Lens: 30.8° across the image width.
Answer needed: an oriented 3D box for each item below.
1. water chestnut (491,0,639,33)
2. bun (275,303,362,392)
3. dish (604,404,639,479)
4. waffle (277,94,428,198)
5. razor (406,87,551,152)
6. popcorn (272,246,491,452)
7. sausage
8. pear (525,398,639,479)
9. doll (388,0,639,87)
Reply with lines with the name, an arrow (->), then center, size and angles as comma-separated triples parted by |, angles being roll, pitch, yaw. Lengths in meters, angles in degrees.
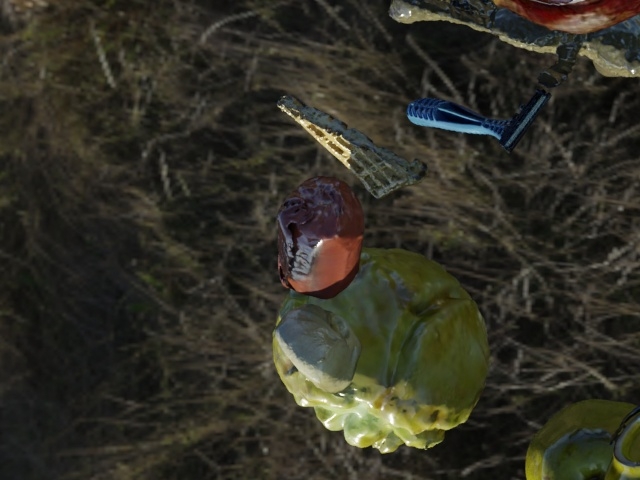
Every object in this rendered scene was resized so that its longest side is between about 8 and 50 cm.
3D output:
water chestnut -> 0.222, -0.330, 0.980 | 0.335, 0.347, 0.335 | -6, 69, 16
bun -> 0.003, 0.090, 1.030 | 0.055, 0.086, 0.086 | -45, 50, 11
dish -> 0.270, 0.164, 0.853 | 0.148, 0.207, 0.080 | -20, 103, 35
waffle -> 0.032, -0.105, 1.172 | 0.023, 0.152, 0.097 | -53, 13, -24
razor -> 0.176, -0.142, 1.368 | 0.082, 0.042, 0.253 | -54, 28, -9
popcorn -> 0.064, 0.106, 1.184 | 0.204, 0.221, 0.184 | -56, -7, -28
sausage -> 0.000, 0.000, 0.985 | 0.141, 0.076, 0.076 | 89, 161, -58
pear -> 0.334, 0.272, 1.344 | 0.198, 0.198, 0.198 | -8, 80, 50
doll -> 0.229, -0.227, 1.242 | 0.203, 0.285, 0.091 | -115, 25, -45
